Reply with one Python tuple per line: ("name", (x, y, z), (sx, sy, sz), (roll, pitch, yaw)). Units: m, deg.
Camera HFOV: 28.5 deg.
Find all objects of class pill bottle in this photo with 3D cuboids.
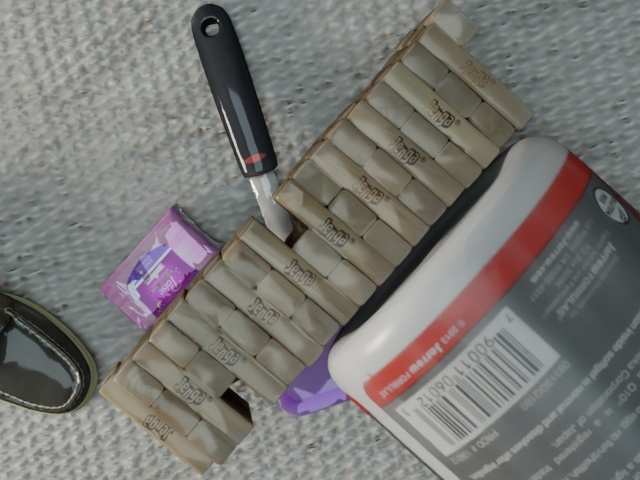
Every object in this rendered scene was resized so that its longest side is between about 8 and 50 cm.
("pill bottle", (0.200, 0.124, 0.800), (0.363, 0.210, 0.210), (42, 98, -2))

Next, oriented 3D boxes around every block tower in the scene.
("block tower", (0.000, 0.000, 0.832), (0.097, 0.091, 0.335), (40, 88, -6))

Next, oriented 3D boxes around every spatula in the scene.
("spatula", (-0.032, -0.026, 0.890), (0.084, 0.030, 0.296), (-18, 95, 5))

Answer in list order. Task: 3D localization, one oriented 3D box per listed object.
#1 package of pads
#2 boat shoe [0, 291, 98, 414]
("package of pads", (-0.112, 0.020, 0.900), (0.050, 0.032, 0.083), (42, 98, 0))
("boat shoe", (-0.266, 0.061, 0.896), (0.224, 0.073, 0.080), (33, 98, 0))
